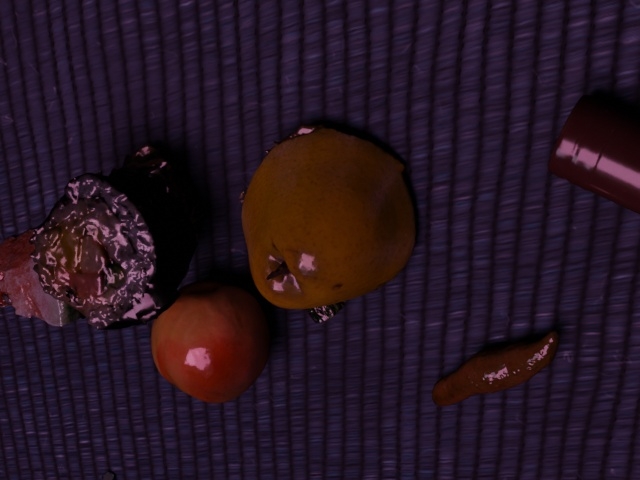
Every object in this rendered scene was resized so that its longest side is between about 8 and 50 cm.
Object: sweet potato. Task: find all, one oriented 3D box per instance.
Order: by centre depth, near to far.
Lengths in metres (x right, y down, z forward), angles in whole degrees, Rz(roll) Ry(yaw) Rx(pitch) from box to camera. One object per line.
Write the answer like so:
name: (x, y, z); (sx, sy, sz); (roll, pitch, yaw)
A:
sweet potato: (0.230, 0.180, 1.782); (0.067, 0.067, 0.274); (50, 138, -7)

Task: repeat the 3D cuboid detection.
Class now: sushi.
sushi: (-0.275, -0.001, 1.864); (0.238, 0.219, 0.225); (-25, 95, 16)

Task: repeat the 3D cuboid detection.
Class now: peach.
peach: (-0.163, 0.145, 1.925); (0.184, 0.184, 0.184); (16, 128, 22)

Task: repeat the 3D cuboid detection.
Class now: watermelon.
watermelon: (-0.481, 0.057, 2.124); (0.241, 0.094, 0.154); (-5, 111, 37)

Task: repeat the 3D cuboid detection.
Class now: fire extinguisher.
fire extinguisher: (0.436, -0.064, 1.458); (0.344, 0.102, 0.138); (26, 129, 14)

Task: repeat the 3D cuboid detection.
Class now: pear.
pear: (0.000, 0.002, 1.692); (0.267, 0.178, 0.267); (5, 118, 9)

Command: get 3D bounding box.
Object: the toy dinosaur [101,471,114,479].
toy dinosaur: (-0.356, 0.512, 2.360); (0.329, 0.076, 0.144); (26, 138, 17)

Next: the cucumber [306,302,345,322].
cucumber: (-0.034, 0.027, 1.839); (0.058, 0.058, 0.187); (-16, 111, 38)
